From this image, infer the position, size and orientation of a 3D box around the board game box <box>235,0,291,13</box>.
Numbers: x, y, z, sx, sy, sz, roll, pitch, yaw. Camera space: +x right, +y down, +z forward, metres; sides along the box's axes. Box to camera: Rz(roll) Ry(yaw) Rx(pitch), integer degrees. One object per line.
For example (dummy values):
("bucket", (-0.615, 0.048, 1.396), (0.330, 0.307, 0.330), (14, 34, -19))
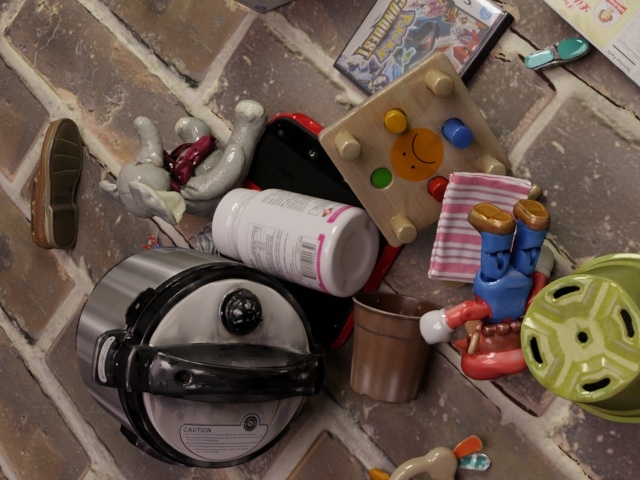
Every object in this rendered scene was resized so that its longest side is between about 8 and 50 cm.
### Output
("board game box", (-0.060, -0.545, 1.820), (0.316, 0.242, 0.064), (-14, 78, 30))

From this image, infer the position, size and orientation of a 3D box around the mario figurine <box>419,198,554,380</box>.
("mario figurine", (0.278, 0.083, 1.585), (0.198, 0.170, 0.321), (11, 115, 11))

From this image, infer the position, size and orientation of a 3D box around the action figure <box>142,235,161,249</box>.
("action figure", (-0.345, 0.038, 2.074), (0.115, 0.030, 0.038), (42, 102, 26))

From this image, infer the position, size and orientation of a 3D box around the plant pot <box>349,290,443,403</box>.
("plant pot", (0.124, 0.191, 1.687), (0.166, 0.167, 0.165), (16, 101, 33))

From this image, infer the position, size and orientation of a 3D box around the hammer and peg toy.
("hammer and peg toy", (0.196, -0.114, 1.636), (0.266, 0.361, 0.127), (-35, 24, 4))

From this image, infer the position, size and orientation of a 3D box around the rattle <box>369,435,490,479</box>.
("rattle", (0.194, 0.401, 1.693), (0.130, 0.143, 0.200), (40, 92, -4))

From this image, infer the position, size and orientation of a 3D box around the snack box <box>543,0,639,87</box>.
("snack box", (0.472, -0.403, 1.509), (0.322, 0.060, 0.187), (44, 110, 5))

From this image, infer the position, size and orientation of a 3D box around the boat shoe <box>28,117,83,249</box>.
("boat shoe", (-0.632, -0.133, 2.223), (0.104, 0.110, 0.308), (3, 87, 32))

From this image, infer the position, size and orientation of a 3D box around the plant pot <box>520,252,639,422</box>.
("plant pot", (0.429, 0.147, 1.433), (0.276, 0.254, 0.276), (-3, 84, 32))

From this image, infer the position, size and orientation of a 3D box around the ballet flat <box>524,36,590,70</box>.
("ballet flat", (0.405, -0.316, 1.619), (0.114, 0.041, 0.041), (-13, 78, 30))

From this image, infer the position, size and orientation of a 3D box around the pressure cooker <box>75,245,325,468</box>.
("pressure cooker", (-0.220, 0.204, 1.705), (0.420, 0.370, 0.376), (11, 136, 58))

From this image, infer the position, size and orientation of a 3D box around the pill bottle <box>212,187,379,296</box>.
("pill bottle", (-0.050, -0.006, 1.728), (0.283, 0.160, 0.161), (15, 94, 35))

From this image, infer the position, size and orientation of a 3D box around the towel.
("towel", (0.267, -0.016, 1.603), (0.029, 0.144, 0.197), (-114, 32, -66))

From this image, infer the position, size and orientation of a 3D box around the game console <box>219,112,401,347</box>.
("game console", (-0.021, -0.032, 1.864), (0.386, 0.060, 0.342), (38, 111, 30))

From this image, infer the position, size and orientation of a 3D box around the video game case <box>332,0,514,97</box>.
("video game case", (0.183, -0.367, 1.769), (0.248, 0.035, 0.275), (45, 109, 27))

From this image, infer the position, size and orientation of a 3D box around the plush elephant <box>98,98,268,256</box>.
("plush elephant", (-0.295, -0.134, 1.887), (0.271, 0.255, 0.330), (5, 86, 48))
